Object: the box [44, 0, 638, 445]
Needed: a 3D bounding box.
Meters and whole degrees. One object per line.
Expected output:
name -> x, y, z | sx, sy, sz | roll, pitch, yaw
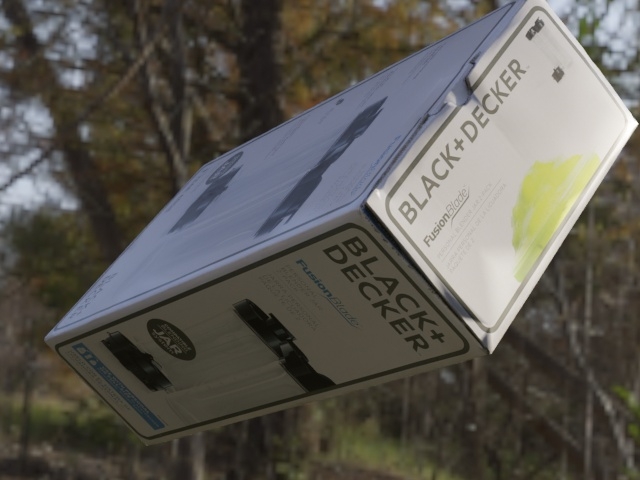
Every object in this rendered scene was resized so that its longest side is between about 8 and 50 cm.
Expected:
box -> 0.000, 0.000, 0.743 | 0.087, 0.169, 0.290 | 49, -38, -14
